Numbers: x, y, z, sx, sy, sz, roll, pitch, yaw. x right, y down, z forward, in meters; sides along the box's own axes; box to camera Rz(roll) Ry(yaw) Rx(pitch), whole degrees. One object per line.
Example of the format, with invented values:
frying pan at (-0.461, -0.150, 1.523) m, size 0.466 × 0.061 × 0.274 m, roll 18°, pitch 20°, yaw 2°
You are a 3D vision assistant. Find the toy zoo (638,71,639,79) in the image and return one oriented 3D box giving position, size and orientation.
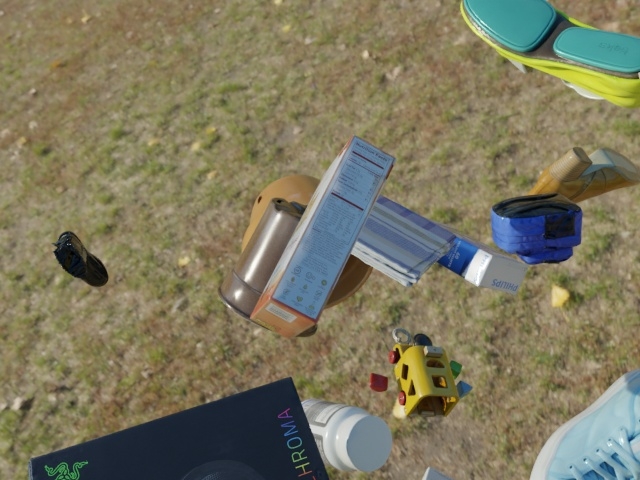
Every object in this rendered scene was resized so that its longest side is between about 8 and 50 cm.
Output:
toy zoo at (0.377, -0.034, 0.547) m, size 0.192 × 0.293 × 0.030 m, roll -21°, pitch 30°, yaw 27°

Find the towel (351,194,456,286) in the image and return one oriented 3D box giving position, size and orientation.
towel at (0.135, -0.008, 1.423) m, size 0.209 × 0.034 × 0.285 m, roll 31°, pitch 26°, yaw 15°

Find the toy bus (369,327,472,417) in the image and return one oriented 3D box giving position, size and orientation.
toy bus at (0.209, 0.253, 1.501) m, size 0.202 × 0.104 × 0.191 m, roll 38°, pitch 44°, yaw 14°

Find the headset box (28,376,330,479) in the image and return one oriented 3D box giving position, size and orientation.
headset box at (-0.121, 0.296, 0.697) m, size 0.283 × 0.131 × 0.246 m, roll -15°, pitch 50°, yaw -10°

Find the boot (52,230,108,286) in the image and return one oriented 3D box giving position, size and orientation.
boot at (-0.389, 0.039, 1.218) m, size 0.045 × 0.121 × 0.099 m, roll -34°, pitch 22°, yaw -7°

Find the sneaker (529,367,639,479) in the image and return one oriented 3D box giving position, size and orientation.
sneaker at (0.469, 0.319, 1.165) m, size 0.366 × 0.135 × 0.150 m, roll -42°, pitch 0°, yaw -22°

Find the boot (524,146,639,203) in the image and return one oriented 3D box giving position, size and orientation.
boot at (0.642, -0.130, 1.864) m, size 0.211 × 0.295 × 0.104 m, roll -52°, pitch 45°, yaw 39°

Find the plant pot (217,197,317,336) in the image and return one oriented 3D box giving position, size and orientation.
plant pot at (-0.049, 0.034, 1.130) m, size 0.167 × 0.167 × 0.165 m, roll 38°, pitch 110°, yaw 47°

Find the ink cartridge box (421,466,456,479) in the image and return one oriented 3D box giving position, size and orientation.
ink cartridge box at (0.227, 0.610, 1.615) m, size 0.086 × 0.148 × 0.203 m, roll 26°, pitch 18°, yaw 10°

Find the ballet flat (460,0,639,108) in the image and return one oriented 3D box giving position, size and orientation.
ballet flat at (0.245, -0.199, 0.786) m, size 0.231 × 0.077 × 0.077 m, roll 35°, pitch 78°, yaw 32°

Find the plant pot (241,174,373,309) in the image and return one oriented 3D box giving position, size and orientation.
plant pot at (-0.041, -0.011, 1.665) m, size 0.291 × 0.290 × 0.203 m, roll -24°, pitch 37°, yaw 3°

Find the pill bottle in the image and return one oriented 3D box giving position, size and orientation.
pill bottle at (0.022, 0.241, 0.925) m, size 0.078 × 0.078 × 0.137 m, roll -50°, pitch 21°, yaw -25°

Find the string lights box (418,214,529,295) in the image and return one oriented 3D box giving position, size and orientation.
string lights box at (0.319, 0.031, 1.679) m, size 0.260 × 0.133 × 0.076 m, roll 33°, pitch 105°, yaw 50°

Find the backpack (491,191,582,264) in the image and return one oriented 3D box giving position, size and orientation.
backpack at (0.319, -0.015, 1.124) m, size 0.120 × 0.101 × 0.098 m, roll -4°, pitch 14°, yaw -4°

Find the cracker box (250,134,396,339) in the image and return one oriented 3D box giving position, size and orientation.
cracker box at (0.000, 0.000, 0.937) m, size 0.067 × 0.156 × 0.232 m, roll 29°, pitch 71°, yaw -5°
